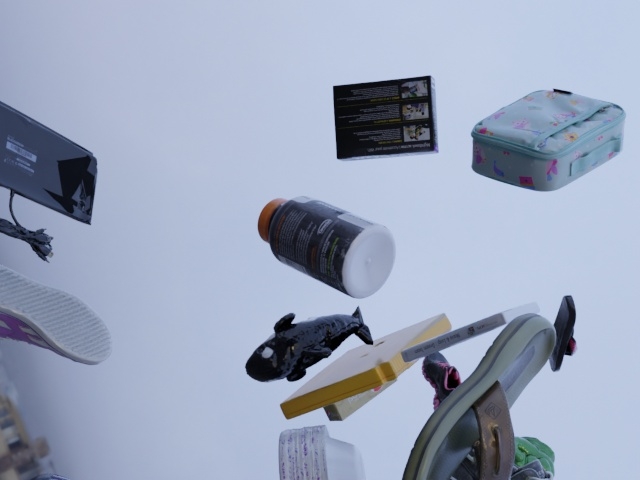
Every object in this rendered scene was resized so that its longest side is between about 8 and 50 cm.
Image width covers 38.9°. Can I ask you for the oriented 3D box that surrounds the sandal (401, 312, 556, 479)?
[{"bbox_3d":[0.171,0.199,0.928,0.086,0.303,0.120,29,-25,28],"label":"sandal"}]

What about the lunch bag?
[{"bbox_3d":[0.443,-0.197,1.733,0.224,0.279,0.108,22,-48,44],"label":"lunch bag"}]

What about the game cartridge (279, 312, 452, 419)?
[{"bbox_3d":[0.103,0.268,1.931,0.285,0.323,0.053,-26,-88,33],"label":"game cartridge"}]

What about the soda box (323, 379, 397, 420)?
[{"bbox_3d":[0.087,0.342,2.075,0.058,0.181,0.061,-20,-81,57],"label":"soda box"}]

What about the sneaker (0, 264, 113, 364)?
[{"bbox_3d":[-0.514,0.149,1.622,0.282,0.102,0.161,34,-42,-12],"label":"sneaker"}]

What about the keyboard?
[{"bbox_3d":[-0.442,-0.088,1.292,0.033,0.317,0.202,-9,-112,29],"label":"keyboard"}]

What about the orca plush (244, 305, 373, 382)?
[{"bbox_3d":[-0.003,0.224,1.802,0.102,0.287,0.151,27,-65,50],"label":"orca plush"}]

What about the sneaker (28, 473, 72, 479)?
[{"bbox_3d":[-0.278,0.377,1.114,0.098,0.083,0.224,6,-45,54],"label":"sneaker"}]

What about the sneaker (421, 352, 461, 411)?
[{"bbox_3d":[0.173,0.186,1.239,0.119,0.047,0.057,-105,-155,-53],"label":"sneaker"}]

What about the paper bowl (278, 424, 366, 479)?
[{"bbox_3d":[0.015,0.484,1.670,0.284,0.148,0.284,-8,90,-88],"label":"paper bowl"}]

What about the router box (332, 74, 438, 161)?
[{"bbox_3d":[0.113,-0.213,1.593,0.178,0.046,0.133,-3,-92,17],"label":"router box"}]

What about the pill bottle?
[{"bbox_3d":[0.000,0.000,1.549,0.245,0.130,0.131,24,-50,41],"label":"pill bottle"}]

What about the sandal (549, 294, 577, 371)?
[{"bbox_3d":[0.410,0.159,1.504,0.179,0.040,0.067,92,-5,-48],"label":"sandal"}]

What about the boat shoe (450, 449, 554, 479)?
[{"bbox_3d":[0.275,0.361,1.271,0.335,0.121,0.119,29,-84,28],"label":"boat shoe"}]

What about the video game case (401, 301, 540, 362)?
[{"bbox_3d":[0.195,0.116,1.158,0.143,0.157,0.019,-25,-101,26],"label":"video game case"}]

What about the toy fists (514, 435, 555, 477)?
[{"bbox_3d":[0.416,0.483,2.115,0.279,0.142,0.096,30,-58,17],"label":"toy fists"}]
